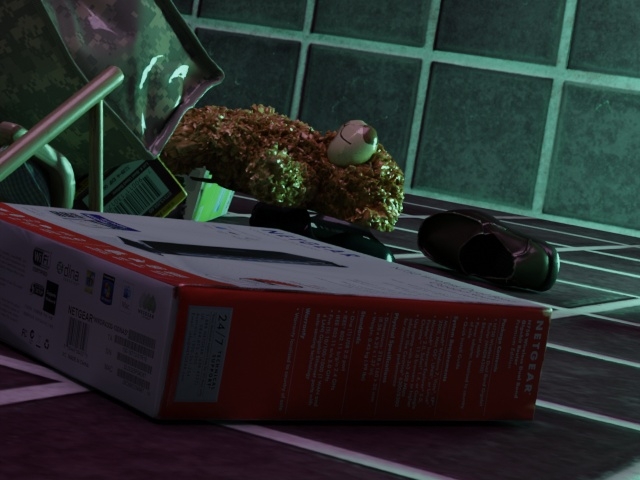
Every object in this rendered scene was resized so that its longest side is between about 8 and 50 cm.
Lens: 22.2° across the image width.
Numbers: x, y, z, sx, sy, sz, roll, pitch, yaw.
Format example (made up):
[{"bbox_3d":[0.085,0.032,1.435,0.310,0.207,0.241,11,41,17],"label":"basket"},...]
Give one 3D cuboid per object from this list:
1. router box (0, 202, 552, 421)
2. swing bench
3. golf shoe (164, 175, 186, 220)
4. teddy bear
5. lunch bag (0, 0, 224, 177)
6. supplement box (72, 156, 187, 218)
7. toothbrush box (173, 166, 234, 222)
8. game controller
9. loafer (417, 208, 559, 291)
[{"bbox_3d":[-0.064,0.046,1.138,0.301,0.082,0.335,5,7,-37],"label":"router box"},{"bbox_3d":[-0.345,-0.067,1.415,0.253,0.165,0.254,13,21,29],"label":"swing bench"},{"bbox_3d":[-0.200,-0.039,1.843,0.093,0.077,0.198,8,4,-6],"label":"golf shoe"},{"bbox_3d":[-0.066,-0.104,1.821,0.338,0.113,0.245,16,7,17],"label":"teddy bear"},{"bbox_3d":[-0.278,-0.209,1.581,0.235,0.169,0.287,-11,-56,45],"label":"lunch bag"},{"bbox_3d":[-0.229,-0.055,1.689,0.081,0.104,0.188,53,-15,-23],"label":"supplement box"},{"bbox_3d":[-0.224,-0.115,2.206,0.206,0.122,0.283,21,8,3],"label":"toothbrush box"},{"bbox_3d":[0.000,0.000,1.945,0.166,0.067,0.319,23,5,-6],"label":"game controller"},{"bbox_3d":[0.192,0.006,1.999,0.078,0.080,0.220,5,7,-42],"label":"loafer"}]
